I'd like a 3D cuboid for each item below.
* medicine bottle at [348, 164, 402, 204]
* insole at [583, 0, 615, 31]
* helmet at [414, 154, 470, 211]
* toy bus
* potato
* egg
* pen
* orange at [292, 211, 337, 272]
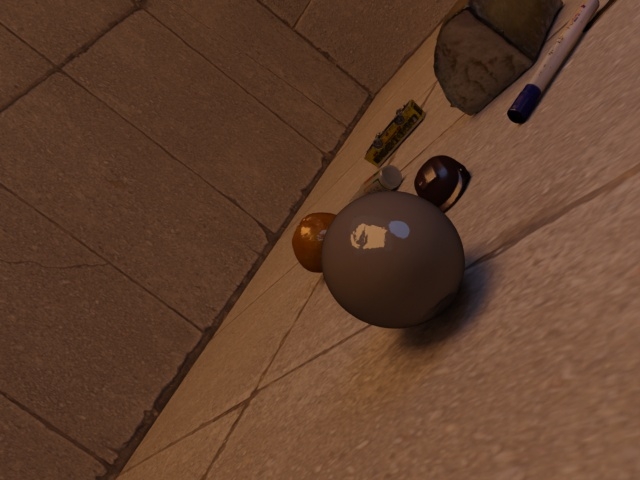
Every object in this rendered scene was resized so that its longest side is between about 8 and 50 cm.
[{"bbox_3d":[0.144,-0.134,1.644,0.092,0.061,0.221,-29,-3,-27],"label":"medicine bottle"},{"bbox_3d":[0.491,-0.405,1.066,0.135,0.002,0.045,-49,8,22],"label":"insole"},{"bbox_3d":[0.205,-0.105,1.112,0.098,0.070,0.123,-48,8,24],"label":"helmet"},{"bbox_3d":[0.224,-0.329,1.961,0.226,0.074,0.081,-48,8,29],"label":"toy bus"},{"bbox_3d":[0.348,-0.438,1.334,0.264,0.189,0.211,-57,9,-31],"label":"potato"},{"bbox_3d":[0.093,0.025,0.807,0.176,0.176,0.232,-53,17,-7],"label":"egg"},{"bbox_3d":[0.394,-0.306,1.064,0.269,0.033,0.033,-54,8,-12],"label":"pen"},{"bbox_3d":[0.000,0.000,1.559,0.159,0.136,0.159,-50,5,6],"label":"orange"}]
